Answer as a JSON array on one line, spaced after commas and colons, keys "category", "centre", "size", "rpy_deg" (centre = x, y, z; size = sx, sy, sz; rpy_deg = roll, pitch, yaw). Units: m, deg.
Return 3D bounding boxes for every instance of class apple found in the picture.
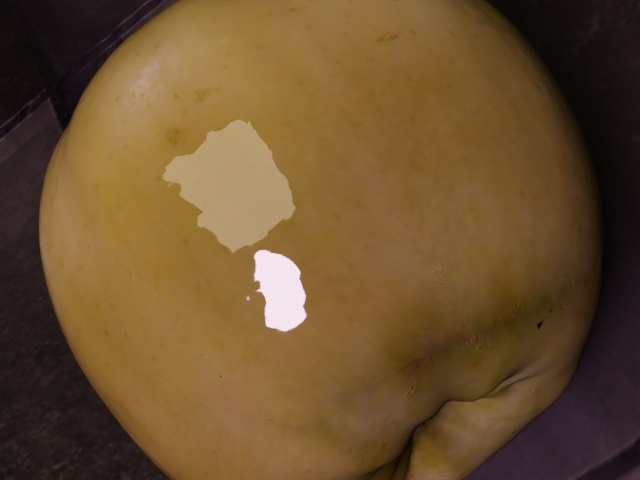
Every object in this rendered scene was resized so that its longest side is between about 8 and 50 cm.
[{"category": "apple", "centre": [0.000, 0.000, 0.520], "size": [0.262, 0.262, 0.262], "rpy_deg": [-14, 60, 26]}]
